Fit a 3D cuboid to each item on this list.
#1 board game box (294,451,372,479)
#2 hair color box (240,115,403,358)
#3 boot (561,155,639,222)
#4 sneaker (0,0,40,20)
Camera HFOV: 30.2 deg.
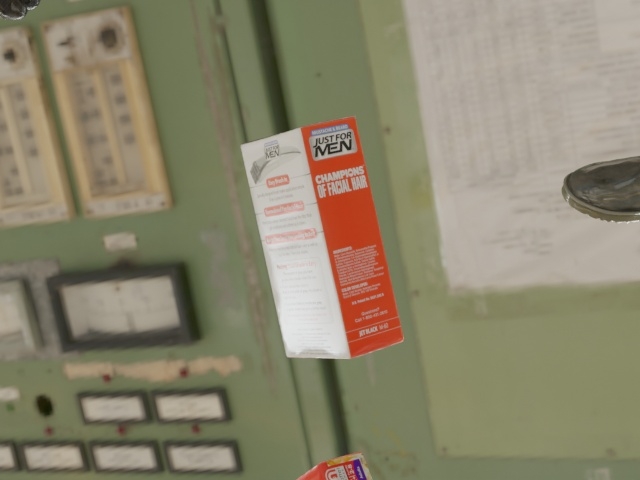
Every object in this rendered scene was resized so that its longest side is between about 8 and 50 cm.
[{"bbox_3d":[0.014,0.278,0.898,0.045,0.194,0.147,-7,155,-38],"label":"board game box"},{"bbox_3d":[0.000,0.000,0.876,0.053,0.167,0.093,-15,-176,-31],"label":"hair color box"},{"bbox_3d":[0.342,-0.114,1.138,0.189,0.209,0.076,-1,-134,-6],"label":"boot"},{"bbox_3d":[-0.142,-0.219,0.697,0.234,0.106,0.078,-39,-168,24],"label":"sneaker"}]
